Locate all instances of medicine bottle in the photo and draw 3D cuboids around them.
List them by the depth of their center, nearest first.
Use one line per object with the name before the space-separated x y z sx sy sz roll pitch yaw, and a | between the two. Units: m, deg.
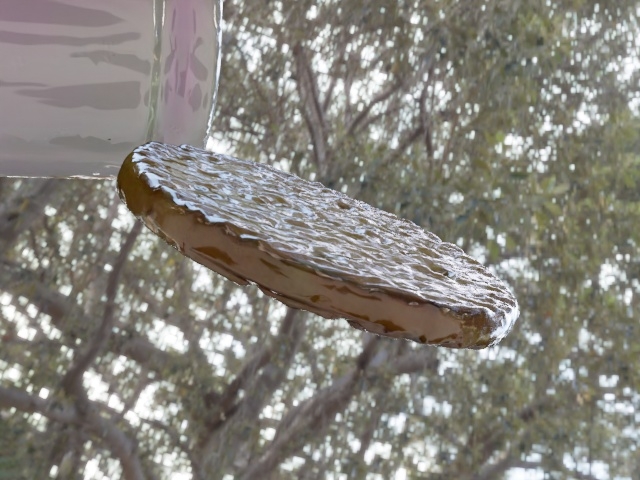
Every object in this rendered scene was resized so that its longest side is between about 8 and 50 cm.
medicine bottle | -0.236 -0.142 0.619 0.315 0.202 0.202 1 -40 -19

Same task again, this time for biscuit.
biscuit | 0.000 0.001 0.429 0.188 0.188 0.027 21 -79 -6
